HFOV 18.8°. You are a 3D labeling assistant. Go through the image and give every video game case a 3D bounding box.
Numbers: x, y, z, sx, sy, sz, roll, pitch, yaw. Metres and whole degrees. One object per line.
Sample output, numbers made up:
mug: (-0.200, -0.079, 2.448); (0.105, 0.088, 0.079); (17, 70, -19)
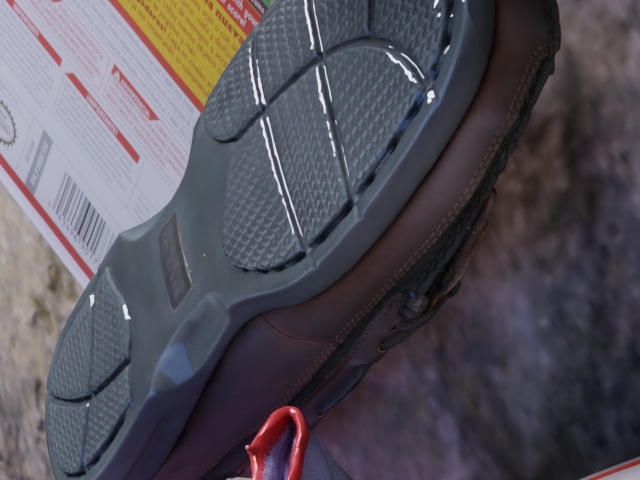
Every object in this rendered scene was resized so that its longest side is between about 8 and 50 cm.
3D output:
video game case: (-0.066, -0.117, 0.650); (0.204, 0.025, 0.285); (50, 138, 24)

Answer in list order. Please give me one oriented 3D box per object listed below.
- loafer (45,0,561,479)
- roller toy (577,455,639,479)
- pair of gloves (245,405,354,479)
loafer: (0.000, 0.000, 0.595); (0.267, 0.084, 0.096); (-47, 43, 45)
roller toy: (0.087, 0.133, 0.441); (0.209, 0.191, 0.146); (-24, 87, 51)
pair of gloves: (0.017, 0.151, 0.531); (0.023, 0.198, 0.159); (-23, 123, 28)
